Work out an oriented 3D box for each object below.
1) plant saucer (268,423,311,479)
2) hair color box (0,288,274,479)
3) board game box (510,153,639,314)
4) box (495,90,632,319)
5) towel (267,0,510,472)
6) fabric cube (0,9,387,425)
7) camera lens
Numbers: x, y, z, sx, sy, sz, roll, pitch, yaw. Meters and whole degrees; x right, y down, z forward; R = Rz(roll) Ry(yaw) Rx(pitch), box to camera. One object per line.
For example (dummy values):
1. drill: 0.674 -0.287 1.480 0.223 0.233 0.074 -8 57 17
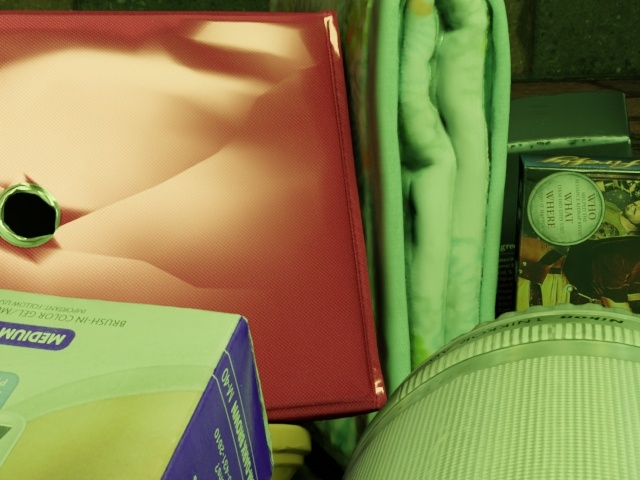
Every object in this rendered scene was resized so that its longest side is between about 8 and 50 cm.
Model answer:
1. plant saucer: -0.102 0.143 0.745 0.199 0.037 0.200 -7 -14 -2
2. hair color box: -0.157 0.162 0.456 0.185 0.110 0.339 5 41 16
3. board game box: 0.198 0.072 0.765 0.165 0.243 0.042 2 16 4
4. box: 0.173 0.010 0.894 0.108 0.207 0.153 -4 18 14
5. towel: 0.025 -0.029 0.888 0.090 0.375 0.320 -2 14 -18
6. fabric cube: -0.131 0.010 0.817 0.258 0.254 0.259 -3 -11 -18
7. camera lens: 0.100 0.158 0.488 0.219 0.220 0.274 4 15 10
